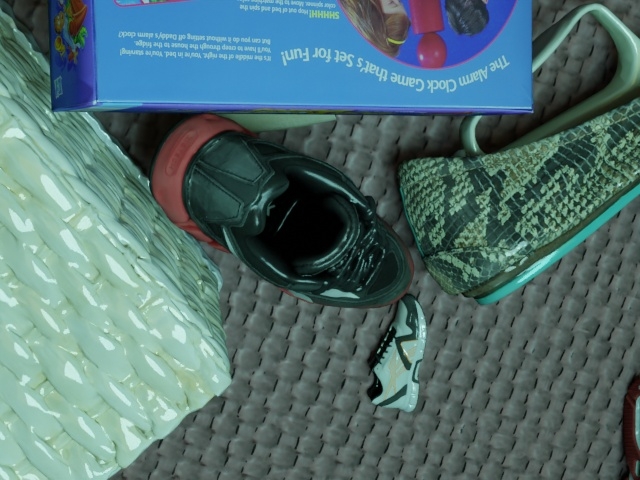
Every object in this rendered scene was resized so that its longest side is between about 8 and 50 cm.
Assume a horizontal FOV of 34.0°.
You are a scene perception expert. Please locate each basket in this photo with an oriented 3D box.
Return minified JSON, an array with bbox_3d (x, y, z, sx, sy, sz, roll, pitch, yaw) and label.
[{"bbox_3d":[-0.277,0.032,0.720,0.328,0.266,0.331,-38,105,-1],"label":"basket"}]

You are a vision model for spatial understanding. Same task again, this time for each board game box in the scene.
[{"bbox_3d":[-0.007,-0.203,0.709,0.347,0.078,0.233,-3,95,-33],"label":"board game box"}]

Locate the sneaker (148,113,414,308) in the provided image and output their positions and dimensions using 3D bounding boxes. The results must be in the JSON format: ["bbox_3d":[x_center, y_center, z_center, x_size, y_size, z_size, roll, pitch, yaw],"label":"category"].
[{"bbox_3d":[0.000,0.000,0.802,0.276,0.135,0.098,32,87,-45],"label":"sneaker"}]

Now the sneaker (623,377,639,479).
[{"bbox_3d":[0.355,0.239,0.993,0.128,0.087,0.221,0,103,-11],"label":"sneaker"}]

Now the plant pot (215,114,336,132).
[{"bbox_3d":[-0.051,-0.138,0.820,0.096,0.109,0.109,-19,106,6],"label":"plant pot"}]

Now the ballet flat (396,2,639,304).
[{"bbox_3d":[0.280,-0.128,0.874,0.482,0.164,0.182,-28,90,-3],"label":"ballet flat"}]

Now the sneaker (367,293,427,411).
[{"bbox_3d":[0.067,0.100,0.924,0.043,0.040,0.109,4,100,-11],"label":"sneaker"}]
